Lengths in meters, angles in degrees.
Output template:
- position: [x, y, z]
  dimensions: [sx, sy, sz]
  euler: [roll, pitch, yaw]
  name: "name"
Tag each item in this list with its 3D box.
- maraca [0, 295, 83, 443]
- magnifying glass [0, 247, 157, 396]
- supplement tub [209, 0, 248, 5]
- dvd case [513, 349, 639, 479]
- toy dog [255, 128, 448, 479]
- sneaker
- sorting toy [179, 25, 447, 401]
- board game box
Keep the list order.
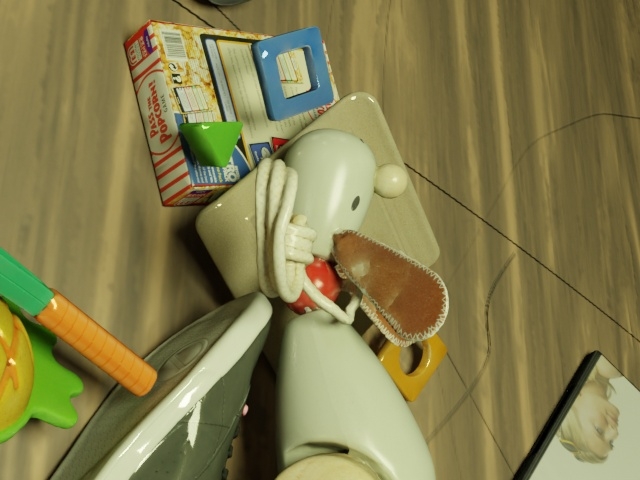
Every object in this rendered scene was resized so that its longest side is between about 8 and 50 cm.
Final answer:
- position: [-0.217, 0.071, 0.563]
  dimensions: [0.127, 0.099, 0.185]
  euler: [56, 20, 23]
  name: "maraca"
- position: [-0.187, 0.023, 0.570]
  dimensions: [0.231, 0.092, 0.026]
  euler: [44, 79, -31]
  name: "magnifying glass"
- position: [-0.097, -0.312, 0.841]
  dimensions: [0.106, 0.106, 0.198]
  euler: [-10, 77, -44]
  name: "supplement tub"
- position: [0.300, 0.246, 0.969]
  dimensions: [0.180, 0.022, 0.253]
  euler: [45, 46, 2]
  name: "dvd case"
- position: [0.047, 0.091, 0.671]
  dimensions: [0.220, 0.161, 0.334]
  euler: [-68, 158, -80]
  name: "toy dog"
- position: [-0.089, 0.174, 0.632]
  dimensions: [0.147, 0.104, 0.296]
  euler: [49, 50, -18]
  name: "sneaker"
- position: [0.000, 0.000, 0.792]
  dimensions: [0.196, 0.047, 0.348]
  euler: [-40, 118, -29]
  name: "sorting toy"
- position: [-0.060, -0.107, 0.820]
  dimensions: [0.193, 0.045, 0.147]
  euler: [-4, 74, -43]
  name: "board game box"
